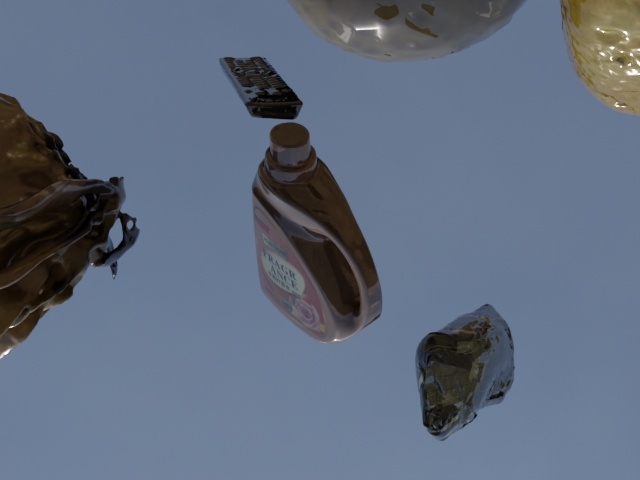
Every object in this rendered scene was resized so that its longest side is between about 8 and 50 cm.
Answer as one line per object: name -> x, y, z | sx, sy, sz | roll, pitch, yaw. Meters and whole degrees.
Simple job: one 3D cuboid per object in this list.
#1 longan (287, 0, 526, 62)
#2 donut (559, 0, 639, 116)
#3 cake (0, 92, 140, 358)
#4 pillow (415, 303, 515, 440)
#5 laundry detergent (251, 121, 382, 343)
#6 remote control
longan -> 0.120, -0.436, 1.456 | 0.391, 0.391, 0.391 | 15, -138, -14
donut -> 0.177, -0.146, 0.453 | 0.128, 0.208, 0.261 | 10, -179, 17
cake -> -0.361, 0.002, 1.141 | 0.321, 0.332, 0.332 | 5, -138, 4
pillow -> 0.220, 0.187, 1.553 | 0.092, 0.161, 0.335 | 5, -172, 24
laundry detergent -> 0.000, 0.000, 1.089 | 0.076, 0.237, 0.171 | -32, -127, -28
remote control -> -0.072, -0.174, 1.174 | 0.063, 0.025, 0.245 | 2, -160, -13
